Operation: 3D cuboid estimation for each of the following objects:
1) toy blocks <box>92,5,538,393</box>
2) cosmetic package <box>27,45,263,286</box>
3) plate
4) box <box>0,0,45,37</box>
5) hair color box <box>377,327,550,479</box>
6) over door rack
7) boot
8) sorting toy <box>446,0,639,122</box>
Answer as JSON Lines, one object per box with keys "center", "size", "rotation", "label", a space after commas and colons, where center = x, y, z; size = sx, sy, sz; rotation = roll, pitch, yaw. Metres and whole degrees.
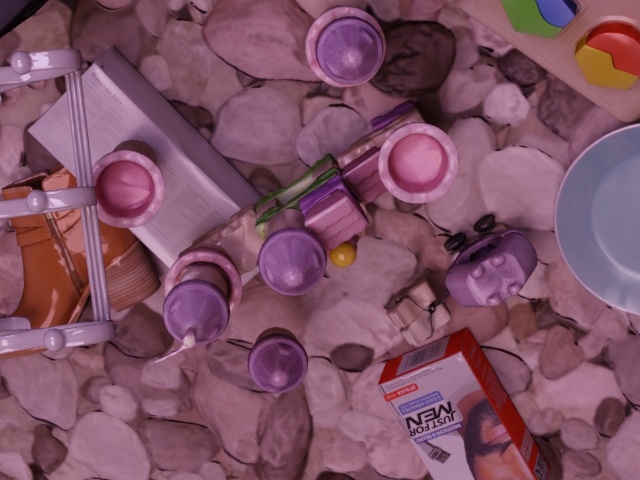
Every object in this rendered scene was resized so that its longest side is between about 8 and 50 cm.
{"center": [0.000, 0.000, 1.446], "size": [0.288, 0.260, 0.309], "rotation": [-33, 103, 5], "label": "toy blocks"}
{"center": [-0.143, -0.056, 1.608], "size": [0.239, 0.060, 0.099], "rotation": [45, 117, -9], "label": "cosmetic package"}
{"center": [0.297, -0.019, 1.531], "size": [0.188, 0.024, 0.188], "rotation": [6, 116, 11], "label": "plate"}
{"center": [-0.226, -0.302, 1.455], "size": [0.270, 0.165, 0.143], "rotation": [-39, 100, 27], "label": "box"}
{"center": [0.135, 0.176, 1.650], "size": [0.093, 0.053, 0.167], "rotation": [-25, 107, 23], "label": "hair color box"}
{"center": [-0.272, -0.023, 1.485], "size": [0.108, 0.324, 0.240], "rotation": [-6, 90, -25], "label": "over door rack"}
{"center": [-0.265, 0.017, 1.672], "size": [0.197, 0.073, 0.152], "rotation": [-27, 107, 12], "label": "boot"}
{"center": [0.233, -0.198, 1.412], "size": [0.208, 0.038, 0.193], "rotation": [30, 132, -15], "label": "sorting toy"}
